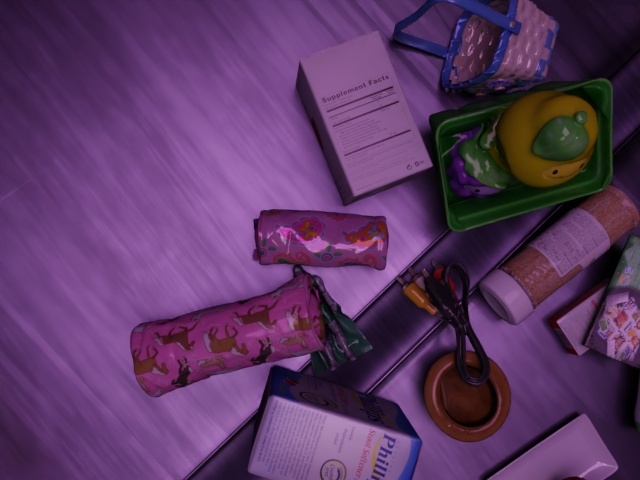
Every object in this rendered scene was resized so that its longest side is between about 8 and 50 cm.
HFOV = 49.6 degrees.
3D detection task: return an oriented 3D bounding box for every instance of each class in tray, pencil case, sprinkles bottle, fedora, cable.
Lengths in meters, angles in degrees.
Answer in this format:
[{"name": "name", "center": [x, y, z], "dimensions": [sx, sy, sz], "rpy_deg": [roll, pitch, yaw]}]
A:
[{"name": "tray", "center": [0.495, 0.503, 1.492], "dimensions": [0.270, 0.030, 0.145], "rpy_deg": [-32, 89, -6]}, {"name": "pencil case", "center": [0.000, 0.000, 1.441], "dimensions": [0.283, 0.124, 0.124], "rpy_deg": [2, 86, -4]}, {"name": "pencil case", "center": [-0.181, 0.188, 1.358], "dimensions": [0.385, 0.167, 0.160], "rpy_deg": [-17, 57, 5]}, {"name": "sprinkles bottle", "center": [0.509, 0.028, 1.476], "dimensions": [0.355, 0.121, 0.121], "rpy_deg": [-38, 90, -6]}, {"name": "fedora", "center": [0.303, 0.324, 1.462], "dimensions": [0.194, 0.079, 0.195], "rpy_deg": [0, 87, -6]}, {"name": "cable", "center": [0.283, 0.162, 1.452], "dimensions": [0.139, 0.072, 0.287], "rpy_deg": [-24, 75, -17]}]

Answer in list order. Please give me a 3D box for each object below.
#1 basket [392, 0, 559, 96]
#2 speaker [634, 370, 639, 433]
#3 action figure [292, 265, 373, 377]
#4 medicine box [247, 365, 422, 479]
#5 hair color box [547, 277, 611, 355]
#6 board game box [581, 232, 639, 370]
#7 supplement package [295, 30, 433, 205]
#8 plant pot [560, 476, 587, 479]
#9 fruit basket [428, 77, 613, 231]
[{"name": "basket", "center": [0.318, -0.415, 1.422], "dimensions": [0.288, 0.254, 0.201], "rpy_deg": [20, 86, -14]}, {"name": "speaker", "center": [0.752, 0.272, 1.481], "dimensions": [0.131, 0.131, 0.297], "rpy_deg": [9, 86, -4]}, {"name": "action figure", "center": [-0.003, 0.157, 1.459], "dimensions": [0.137, 0.063, 0.232], "rpy_deg": [-27, 86, -3]}, {"name": "medicine box", "center": [0.020, 0.375, 1.338], "dimensions": [0.289, 0.263, 0.149], "rpy_deg": [17, 90, -3]}, {"name": "hair color box", "center": [0.595, 0.165, 1.510], "dimensions": [0.167, 0.053, 0.093], "rpy_deg": [-33, 90, -4]}, {"name": "board game box", "center": [0.664, 0.129, 1.449], "dimensions": [0.136, 0.030, 0.260], "rpy_deg": [24, 89, 19]}, {"name": "supplement package", "center": [0.082, -0.244, 1.428], "dimensions": [0.175, 0.177, 0.293], "rpy_deg": [-22, 88, -5]}, {"name": "plant pot", "center": [0.566, 0.629, 1.368], "dimensions": [0.265, 0.272, 0.272], "rpy_deg": [37, 84, -2]}, {"name": "fruit basket", "center": [0.411, -0.171, 1.336], "dimensions": [0.391, 0.392, 0.283], "rpy_deg": [-16, 119, -6]}]
